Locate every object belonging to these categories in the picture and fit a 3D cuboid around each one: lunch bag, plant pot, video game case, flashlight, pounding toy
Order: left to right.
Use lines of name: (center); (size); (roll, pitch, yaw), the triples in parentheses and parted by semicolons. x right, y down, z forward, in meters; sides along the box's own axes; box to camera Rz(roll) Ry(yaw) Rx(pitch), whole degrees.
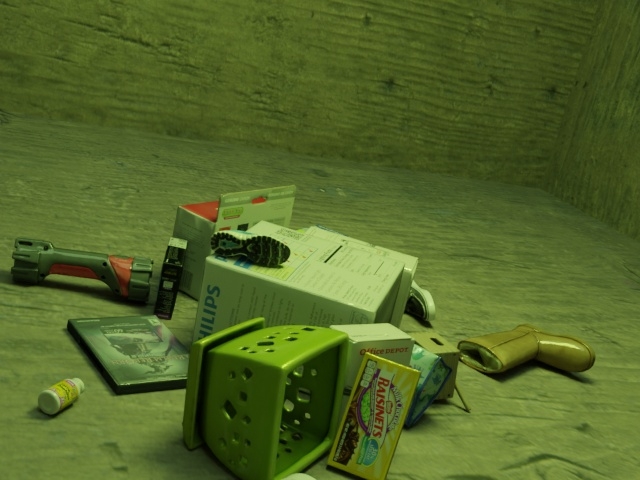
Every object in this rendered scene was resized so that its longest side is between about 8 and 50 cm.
flashlight: (-0.533, 0.072, 1.983); (0.304, 0.103, 0.103); (6, 52, -9)
video game case: (-0.363, 0.220, 1.752); (0.196, 0.026, 0.274); (0, 21, -36)
plant pot: (-0.102, 0.260, 1.506); (0.207, 0.228, 0.227); (14, 16, 27)
lunch bag: (0.167, 0.283, 1.772); (0.129, 0.151, 0.096); (26, -12, 38)
pounding toy: (0.252, 0.281, 1.882); (0.100, 0.130, 0.141); (-1, 17, -23)

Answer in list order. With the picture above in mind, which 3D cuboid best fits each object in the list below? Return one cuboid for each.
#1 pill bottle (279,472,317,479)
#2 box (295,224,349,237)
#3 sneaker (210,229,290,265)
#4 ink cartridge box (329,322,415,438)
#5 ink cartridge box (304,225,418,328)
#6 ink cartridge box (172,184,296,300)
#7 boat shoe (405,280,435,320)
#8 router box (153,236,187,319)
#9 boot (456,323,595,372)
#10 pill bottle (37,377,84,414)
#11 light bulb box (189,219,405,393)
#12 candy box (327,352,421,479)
pill bottle: (-0.078, 0.406, 1.220); (0.119, 0.119, 0.208); (23, 19, 28)
box: (0.000, 0.000, 2.421); (0.109, 0.042, 0.178); (22, 19, 25)
sneaker: (-0.138, 0.004, 1.787); (0.162, 0.063, 0.073); (14, 17, 2)
ink cartridge box: (0.078, 0.262, 1.643); (0.148, 0.203, 0.086); (2, 16, -36)
ink cartridge box: (0.073, 0.110, 2.123); (0.283, 0.207, 0.117); (17, 19, 9)
ink cartridge box: (-0.218, -0.020, 2.201); (0.130, 0.271, 0.309); (24, 19, 29)
boat shoe: (0.234, 0.153, 2.344); (0.076, 0.080, 0.228); (-10, 26, -14)
router box: (-0.342, 0.084, 2.012); (0.046, 0.133, 0.179); (12, 17, -8)
boot: (0.499, 0.280, 2.131); (0.236, 0.089, 0.270); (14, 14, 41)
pill bottle: (-0.443, 0.265, 1.514); (0.043, 0.043, 0.083); (19, 18, 16)
light bulb box: (-0.039, 0.142, 1.905); (0.361, 0.225, 0.358); (16, 18, 11)
candy box: (0.094, 0.308, 1.532); (0.105, 0.205, 0.027); (18, -7, 11)
